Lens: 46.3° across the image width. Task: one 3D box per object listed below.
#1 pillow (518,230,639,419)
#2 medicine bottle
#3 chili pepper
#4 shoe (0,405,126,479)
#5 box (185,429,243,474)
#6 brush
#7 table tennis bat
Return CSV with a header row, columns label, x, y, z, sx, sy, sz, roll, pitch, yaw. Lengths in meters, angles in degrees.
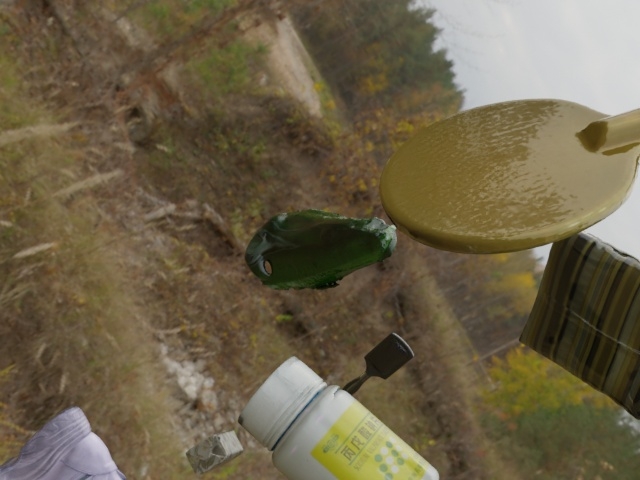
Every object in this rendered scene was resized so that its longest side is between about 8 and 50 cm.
label,x,y,z,sx,sy,sz,roll,pitch,yaw
pillow,0.381,0.106,1.019,0.052,0.208,0.212,-11,33,-39
medicine bottle,0.021,0.285,1.013,0.258,0.143,0.143,38,4,13
chili pepper,0.002,0.001,0.885,0.062,0.216,0.108,28,65,-44
shoe,-0.390,0.354,1.027,0.137,0.245,0.095,47,-8,0
box,-0.163,0.330,1.166,0.045,0.062,0.098,60,1,13
brush,0.102,0.255,1.469,0.063,0.193,0.016,48,31,8
table tennis bat,0.205,-0.073,0.610,0.198,0.321,0.050,-95,168,-54
